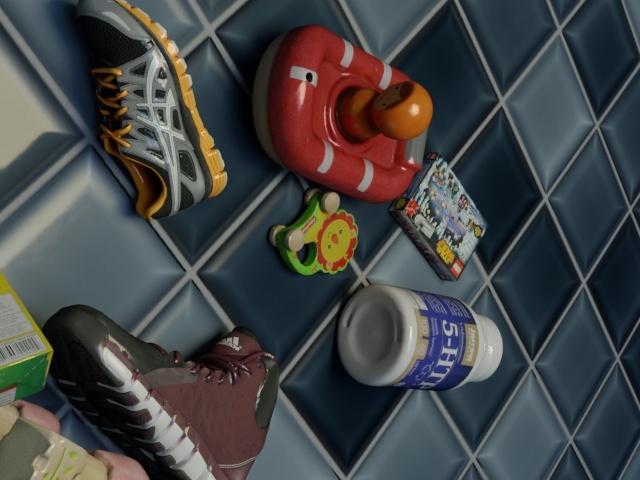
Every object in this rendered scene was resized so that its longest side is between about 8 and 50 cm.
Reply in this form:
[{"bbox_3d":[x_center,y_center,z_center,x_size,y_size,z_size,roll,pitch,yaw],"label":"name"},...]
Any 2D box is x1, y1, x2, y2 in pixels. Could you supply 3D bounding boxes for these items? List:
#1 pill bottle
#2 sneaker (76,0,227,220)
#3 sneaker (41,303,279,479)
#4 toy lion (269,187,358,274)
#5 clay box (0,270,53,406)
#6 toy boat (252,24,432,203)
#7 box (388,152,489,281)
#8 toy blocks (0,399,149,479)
[{"bbox_3d":[0.120,0.115,1.052,0.187,0.112,0.112,12,86,-43],"label":"pill bottle"},{"bbox_3d":[-0.156,-0.112,0.799,0.083,0.084,0.215,-40,120,-27],"label":"sneaker"},{"bbox_3d":[-0.128,0.117,0.844,0.162,0.106,0.281,-56,136,-32],"label":"sneaker"},{"bbox_3d":[0.000,0.000,0.989,0.100,0.034,0.096,-47,130,-29],"label":"toy lion"},{"bbox_3d":[-0.296,0.030,0.633,0.127,0.222,0.053,-19,146,-40],"label":"clay box"},{"bbox_3d":[0.046,-0.129,0.930,0.231,0.151,0.151,19,77,-42],"label":"toy boat"},{"bbox_3d":[0.146,-0.027,1.120,0.137,0.027,0.094,49,63,-34],"label":"box"},{"bbox_3d":[-0.186,0.293,0.663,0.288,0.309,0.260,-62,145,-20],"label":"toy blocks"}]
